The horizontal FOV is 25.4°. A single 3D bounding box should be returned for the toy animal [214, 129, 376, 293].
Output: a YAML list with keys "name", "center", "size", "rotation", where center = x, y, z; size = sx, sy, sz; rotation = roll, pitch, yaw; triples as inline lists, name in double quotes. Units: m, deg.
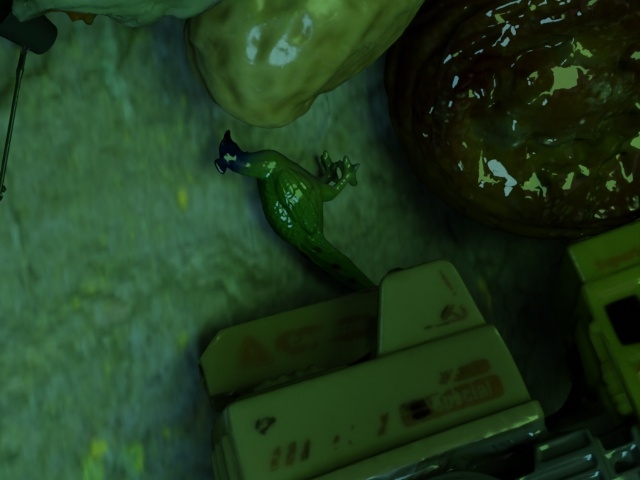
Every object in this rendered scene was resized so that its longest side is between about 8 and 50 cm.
- name: "toy animal"
  center: [0.008, -0.014, 1.011]
  size: [0.217, 0.041, 0.075]
  rotation: [47, 67, -35]

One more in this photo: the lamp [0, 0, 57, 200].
- name: "lamp"
  center: [-0.190, -0.089, 0.851]
  size: [0.054, 0.041, 0.121]
  rotation: [35, 68, -44]

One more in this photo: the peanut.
- name: "peanut"
  center: [0.015, -0.212, 0.922]
  size: [0.147, 0.147, 0.306]
  rotation: [27, 81, -37]

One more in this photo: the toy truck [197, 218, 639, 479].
- name: "toy truck"
  center: [0.119, 0.122, 0.925]
  size: [0.405, 0.180, 0.254]
  rotation: [-19, 73, -2]

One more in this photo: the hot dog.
- name: "hot dog"
  center: [0.229, -0.148, 1.076]
  size: [0.387, 0.174, 0.267]
  rotation: [-24, 143, -36]

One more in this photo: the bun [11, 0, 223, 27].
- name: "bun"
  center: [-0.115, -0.203, 0.752]
  size: [0.293, 0.293, 0.187]
  rotation: [10, 105, -39]
